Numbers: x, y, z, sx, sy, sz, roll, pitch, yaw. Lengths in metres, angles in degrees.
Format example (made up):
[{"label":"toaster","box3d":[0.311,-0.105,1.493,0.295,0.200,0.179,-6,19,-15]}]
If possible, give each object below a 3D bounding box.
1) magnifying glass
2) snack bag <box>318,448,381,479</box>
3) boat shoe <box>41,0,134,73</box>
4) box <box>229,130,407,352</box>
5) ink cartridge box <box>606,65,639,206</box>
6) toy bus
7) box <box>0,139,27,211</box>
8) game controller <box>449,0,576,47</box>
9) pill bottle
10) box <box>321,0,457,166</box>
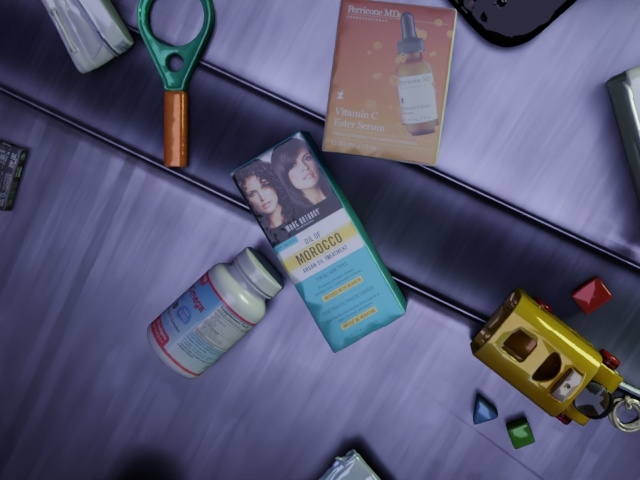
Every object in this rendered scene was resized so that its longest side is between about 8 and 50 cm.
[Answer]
[{"label":"magnifying glass","box3d":[-0.174,-0.204,1.055,0.092,0.026,0.231,1,96,7]},{"label":"snack bag","box3d":[0.032,0.475,1.056,0.323,0.037,0.342,-43,93,0]},{"label":"boat shoe","box3d":[-0.324,-0.317,1.028,0.084,0.095,0.258,-33,89,5]},{"label":"box","box3d":[0.000,0.000,1.033,0.100,0.060,0.244,-30,91,9]},{"label":"ink cartridge box","box3d":[0.476,-0.119,0.927,0.289,0.121,0.211,-16,93,9]},{"label":"toy bus","box3d":[0.268,0.147,0.990,0.202,0.104,0.191,-8,95,9]},{"label":"box","box3d":[-0.411,-0.086,1.100,0.067,0.018,0.083,18,98,5]},{"label":"game controller","box3d":[0.164,-0.372,0.973,0.166,0.067,0.319,-41,89,9]},{"label":"pill bottle","box3d":[-0.123,0.084,1.044,0.160,0.087,0.087,-43,89,9]},{"label":"box","box3d":[0.079,-0.176,0.990,0.130,0.091,0.170,7,97,7]}]
